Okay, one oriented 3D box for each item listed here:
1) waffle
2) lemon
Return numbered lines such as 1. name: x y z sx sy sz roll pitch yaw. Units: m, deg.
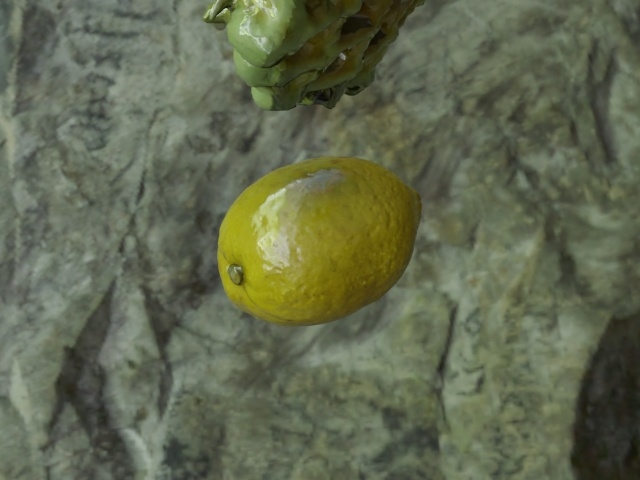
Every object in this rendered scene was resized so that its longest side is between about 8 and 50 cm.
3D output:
1. waffle: 0.054 -0.198 0.594 0.073 0.297 0.317 41 -169 4
2. lemon: 0.000 0.000 1.006 0.207 0.170 0.170 -21 -87 -16
